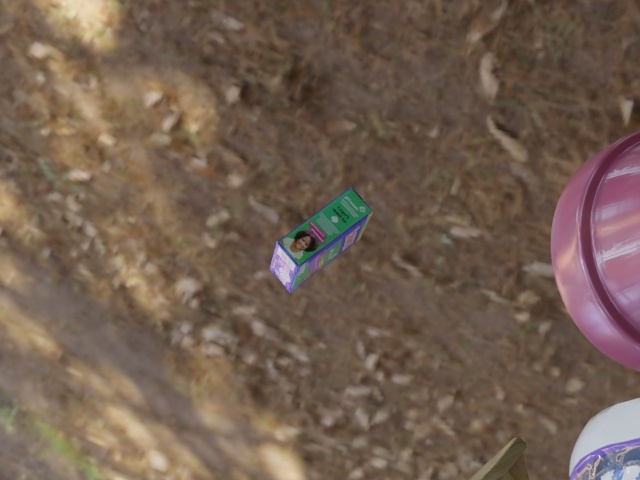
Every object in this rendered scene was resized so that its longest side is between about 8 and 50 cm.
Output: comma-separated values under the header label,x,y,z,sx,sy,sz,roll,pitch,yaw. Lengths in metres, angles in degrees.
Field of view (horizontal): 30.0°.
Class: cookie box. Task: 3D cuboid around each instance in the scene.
label,x,y,z,sx,sy,sz,roll,pitch,yaw
cookie box,0.000,0.000,1.314,0.040,0.107,0.092,49,161,11

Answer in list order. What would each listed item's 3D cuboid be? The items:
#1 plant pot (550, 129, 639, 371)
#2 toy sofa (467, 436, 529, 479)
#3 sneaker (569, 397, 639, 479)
label,x,y,z,sx,sy,sz,roll,pitch,yaw
plant pot,0.303,-0.006,0.911,0.201,0.201,0.180,27,161,-9
toy sofa,0.250,0.399,1.218,0.362,0.177,0.150,43,136,9
sneaker,0.209,0.211,0.652,0.130,0.236,0.323,15,155,-3
